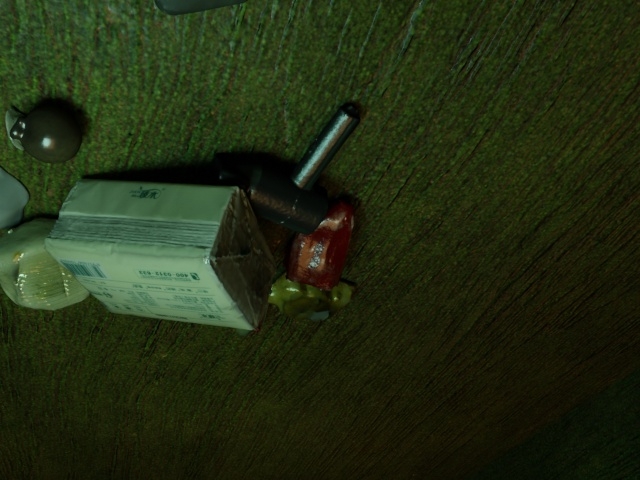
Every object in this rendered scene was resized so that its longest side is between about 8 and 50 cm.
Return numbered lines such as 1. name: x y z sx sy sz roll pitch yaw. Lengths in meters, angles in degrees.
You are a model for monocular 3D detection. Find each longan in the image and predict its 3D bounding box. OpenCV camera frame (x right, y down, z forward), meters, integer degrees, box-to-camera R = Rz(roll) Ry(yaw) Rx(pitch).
1. longan: -0.495 -0.193 1.036 0.119 0.106 0.106 7 140 -37

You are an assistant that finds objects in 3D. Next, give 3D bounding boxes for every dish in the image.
1. dish: -0.723 -0.072 1.162 0.230 0.081 0.229 -4 140 -4

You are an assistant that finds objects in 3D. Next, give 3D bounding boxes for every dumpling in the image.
1. dumpling: -0.558 -0.199 1.054 0.043 0.059 0.077 16 132 -10

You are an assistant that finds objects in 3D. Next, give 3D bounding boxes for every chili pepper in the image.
1. chili pepper: 0.000 0.000 1.344 0.144 0.136 0.252 34 129 21

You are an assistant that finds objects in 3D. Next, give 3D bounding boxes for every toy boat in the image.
1. toy boat: -0.193 0.214 1.581 0.089 0.071 0.185 41 135 11

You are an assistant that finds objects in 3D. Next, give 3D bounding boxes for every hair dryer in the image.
1. hair dryer: -0.058 -0.169 1.143 0.244 0.116 0.302 22 120 -30

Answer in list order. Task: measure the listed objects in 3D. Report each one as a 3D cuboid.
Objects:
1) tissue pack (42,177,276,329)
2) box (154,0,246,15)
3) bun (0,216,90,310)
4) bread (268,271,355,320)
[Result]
1. tissue pack: -0.311 0.031 1.177 0.381 0.207 0.297 5 145 17
2. box: -0.163 -0.401 0.762 0.148 0.210 0.129 -10 133 2
3. bun: -0.617 0.048 1.281 0.229 0.145 0.229 -25 134 -29
4. bread: -0.032 0.153 1.519 0.233 0.088 0.161 20 128 -31
